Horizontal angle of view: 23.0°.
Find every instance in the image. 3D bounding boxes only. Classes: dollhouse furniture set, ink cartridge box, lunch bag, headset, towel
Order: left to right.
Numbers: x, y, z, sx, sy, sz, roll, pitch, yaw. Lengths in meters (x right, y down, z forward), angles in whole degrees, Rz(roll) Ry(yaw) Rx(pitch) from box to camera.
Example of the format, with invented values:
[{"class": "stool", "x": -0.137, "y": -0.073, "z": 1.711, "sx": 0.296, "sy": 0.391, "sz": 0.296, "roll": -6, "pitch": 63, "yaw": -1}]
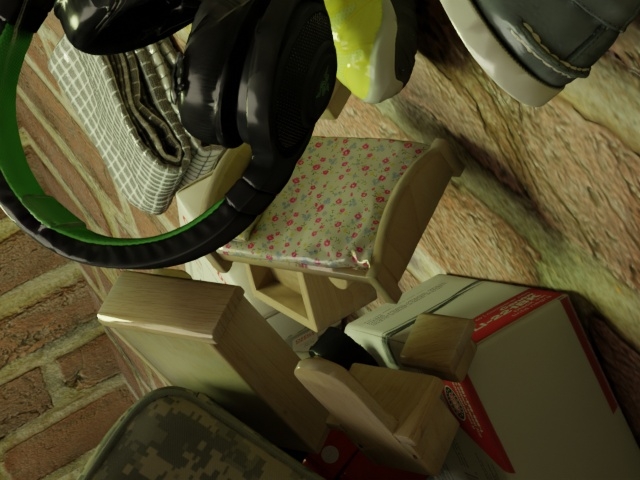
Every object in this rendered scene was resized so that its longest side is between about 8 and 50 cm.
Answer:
[{"class": "towel", "x": -0.244, "y": -0.186, "z": 2.035, "sx": 0.283, "sy": 0.121, "sz": 0.235, "roll": 60, "pitch": 164, "yaw": 7}, {"class": "headset", "x": -0.096, "y": -0.162, "z": 1.091, "sx": 0.243, "sy": 0.394, "sz": 0.185, "roll": 38, "pitch": -173, "yaw": 13}, {"class": "lunch bag", "x": -0.058, "y": 0.263, "z": 1.196, "sx": 0.305, "sy": 0.212, "sz": 0.256, "roll": 33, "pitch": 173, "yaw": -1}, {"class": "ink cartridge box", "x": -0.072, "y": 0.058, "z": 1.900, "sx": 0.207, "sy": 0.117, "sz": 0.283, "roll": 55, "pitch": 164, "yaw": 25}, {"class": "dollhouse furniture set", "x": 0.005, "y": -0.032, "z": 1.225, "sx": 0.303, "sy": 0.355, "sz": 0.174, "roll": 7, "pitch": 150, "yaw": 37}, {"class": "ink cartridge box", "x": 0.146, "y": 0.144, "z": 1.344, "sx": 0.197, "sy": 0.114, "sz": 0.273, "roll": 64, "pitch": 165, "yaw": -10}]

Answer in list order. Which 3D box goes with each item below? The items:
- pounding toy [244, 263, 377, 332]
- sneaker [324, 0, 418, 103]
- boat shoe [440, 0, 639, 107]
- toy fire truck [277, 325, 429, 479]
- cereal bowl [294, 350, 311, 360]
[{"class": "pounding toy", "x": 0.001, "y": -0.006, "z": 1.619, "sx": 0.206, "sy": 0.094, "sz": 0.181, "roll": 26, "pitch": 137, "yaw": 50}, {"class": "sneaker", "x": -0.058, "y": -0.266, "z": 1.237, "sx": 0.384, "sy": 0.147, "sz": 0.145, "roll": 59, "pitch": 163, "yaw": 6}, {"class": "boat shoe", "x": 0.093, "y": -0.237, "z": 0.954, "sx": 0.099, "sy": 0.116, "sz": 0.319, "roll": -36, "pitch": 69, "yaw": 30}, {"class": "toy fire truck", "x": 0.052, "y": 0.224, "z": 1.350, "sx": 0.246, "sy": 0.158, "sz": 0.217, "roll": 38, "pitch": 167, "yaw": 10}, {"class": "cereal bowl", "x": 0.031, "y": 0.255, "z": 1.752, "sx": 0.339, "sy": 0.141, "sz": 0.339, "roll": 21, "pitch": 134, "yaw": 23}]
